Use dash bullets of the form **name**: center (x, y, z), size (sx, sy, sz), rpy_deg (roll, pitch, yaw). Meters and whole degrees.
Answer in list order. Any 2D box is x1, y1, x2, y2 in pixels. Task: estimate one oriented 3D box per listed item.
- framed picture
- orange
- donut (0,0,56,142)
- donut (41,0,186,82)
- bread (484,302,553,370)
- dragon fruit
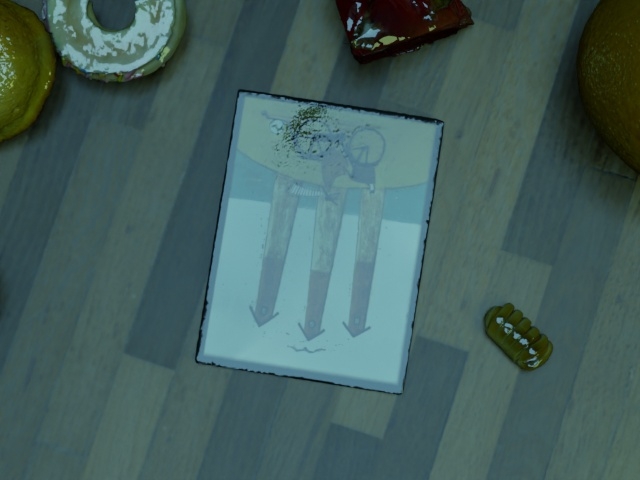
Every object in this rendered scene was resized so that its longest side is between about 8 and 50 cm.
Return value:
- **framed picture**: center (0.000, 0.000, 1.897), size (0.244, 0.013, 0.324), rpy_deg (9, 83, 1)
- **orange**: center (0.416, -0.182, 1.796), size (0.274, 0.274, 0.274), rpy_deg (0, 83, 0)
- **donut**: center (-0.400, -0.201, 1.864), size (0.190, 0.074, 0.174), rpy_deg (38, 103, 16)
- **donut**: center (-0.237, -0.232, 1.897), size (0.166, 0.065, 0.108), rpy_deg (1, 85, -1)
- **bread**: center (0.225, 0.108, 1.875), size (0.049, 0.034, 0.088), rpy_deg (-41, 85, -11)
- **dragon fruit**: center (0.091, -0.276, 1.877), size (0.161, 0.127, 0.121), rpy_deg (-16, 91, -1)
